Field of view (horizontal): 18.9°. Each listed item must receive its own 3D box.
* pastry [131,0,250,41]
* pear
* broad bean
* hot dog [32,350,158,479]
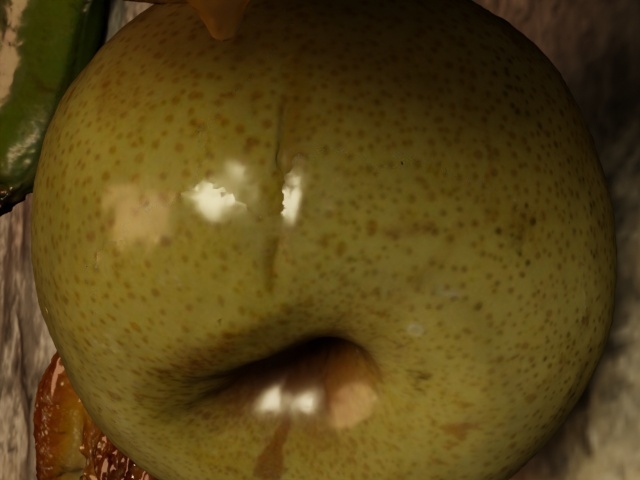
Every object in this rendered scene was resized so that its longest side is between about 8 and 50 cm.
[{"bbox_3d":[0.030,-0.217,0.367,0.337,0.292,0.405,43,111,45],"label":"pastry"},{"bbox_3d":[0.000,0.000,0.532,0.167,0.167,0.137,-55,15,46],"label":"pear"},{"bbox_3d":[-0.124,-0.140,0.909,0.077,0.061,0.339,51,132,44],"label":"broad bean"},{"bbox_3d":[-0.072,0.086,0.773,0.099,0.065,0.147,37,118,48],"label":"hot dog"}]
